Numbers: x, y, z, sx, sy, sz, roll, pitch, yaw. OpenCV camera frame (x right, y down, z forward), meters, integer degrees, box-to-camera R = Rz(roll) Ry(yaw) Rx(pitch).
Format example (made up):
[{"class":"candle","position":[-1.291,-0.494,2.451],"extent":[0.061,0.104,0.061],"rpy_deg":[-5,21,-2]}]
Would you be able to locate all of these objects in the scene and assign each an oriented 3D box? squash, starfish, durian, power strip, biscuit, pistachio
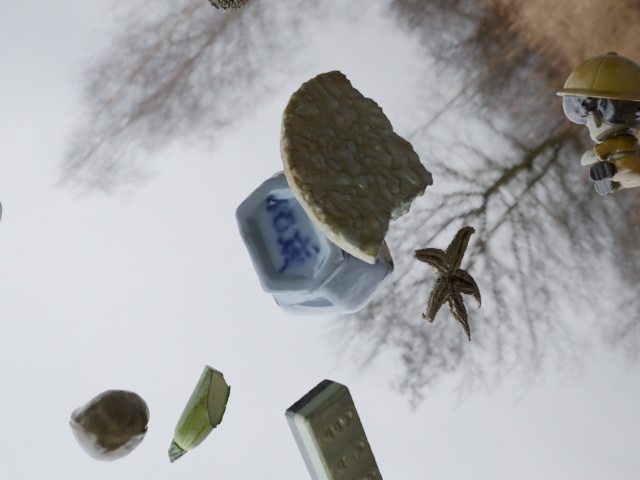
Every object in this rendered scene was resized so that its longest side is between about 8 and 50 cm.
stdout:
[{"class":"squash","position":[-0.231,0.344,2.216],"extent":[0.075,0.200,0.090],"rpy_deg":[26,176,7]},{"class":"starfish","position":[0.232,0.068,2.049],"extent":[0.227,0.043,0.240],"rpy_deg":[59,-133,-37]},{"class":"durian","position":[-0.163,-0.448,2.064],"extent":[0.080,0.091,0.080],"rpy_deg":[159,90,-82]},{"class":"power strip","position":[0.033,0.362,1.922],"extent":[0.070,0.105,0.256],"rpy_deg":[13,131,49]},{"class":"biscuit","position":[0.039,-0.085,1.298],"extent":[0.188,0.040,0.265],"rpy_deg":[14,-130,-25]},{"class":"pistachio","position":[-0.378,0.329,2.094],"extent":[0.136,0.136,0.226],"rpy_deg":[46,-176,1]}]

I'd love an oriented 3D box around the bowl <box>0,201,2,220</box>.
[{"class":"bowl","position":[-0.749,-0.053,2.238],"extent":[0.196,0.434,0.435],"rpy_deg":[32,-168,6]}]

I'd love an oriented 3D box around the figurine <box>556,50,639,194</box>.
[{"class":"figurine","position":[0.547,-0.222,2.136],"extent":[0.192,0.167,0.256],"rpy_deg":[7,-117,-50]}]

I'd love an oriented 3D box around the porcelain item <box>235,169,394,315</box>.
[{"class":"porcelain item","position":[0.000,0.000,1.786],"extent":[0.405,0.179,0.242],"rpy_deg":[16,-129,-79]}]
